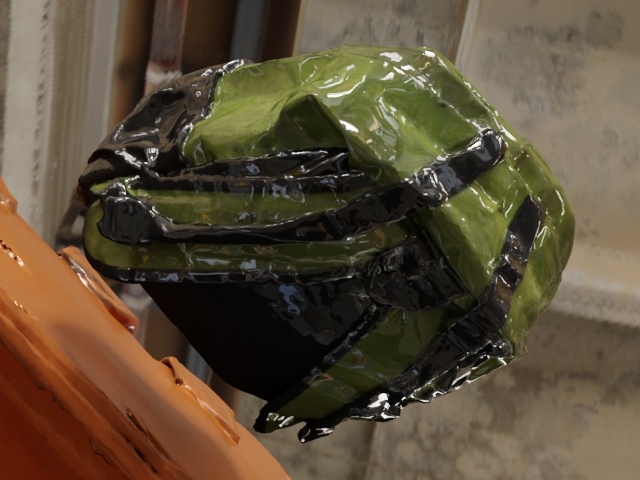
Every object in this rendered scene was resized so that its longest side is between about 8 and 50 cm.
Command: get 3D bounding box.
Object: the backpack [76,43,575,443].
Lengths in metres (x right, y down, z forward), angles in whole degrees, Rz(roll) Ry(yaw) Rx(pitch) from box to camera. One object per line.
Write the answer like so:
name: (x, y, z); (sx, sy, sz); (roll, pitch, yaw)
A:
backpack: (0.000, 0.000, 0.688); (0.253, 0.140, 0.207); (-13, -54, 50)

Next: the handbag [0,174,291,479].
handbag: (-0.170, 0.070, 0.813); (0.116, 0.303, 0.410); (-41, -79, 3)
